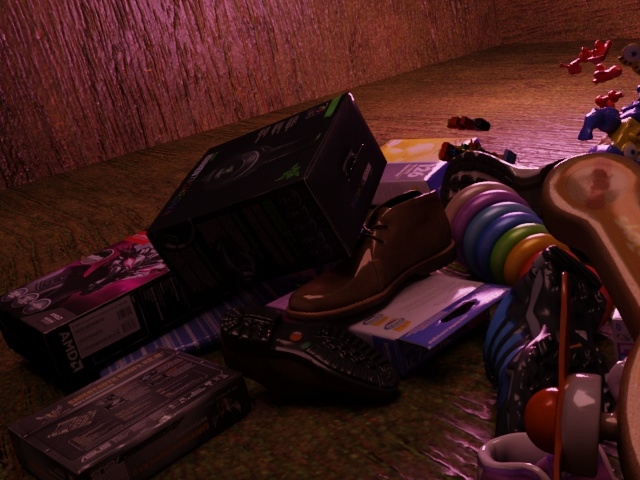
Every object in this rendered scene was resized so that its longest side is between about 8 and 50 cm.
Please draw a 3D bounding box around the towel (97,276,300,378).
[{"bbox_3d":[-0.197,0.122,1.275,0.336,0.040,0.243,-20,21,-17],"label":"towel"}]

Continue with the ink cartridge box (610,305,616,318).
[{"bbox_3d":[0.476,0.016,1.028,0.255,0.097,0.189,-15,22,-3],"label":"ink cartridge box"}]

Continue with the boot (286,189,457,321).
[{"bbox_3d":[0.065,0.017,1.093,0.305,0.115,0.112,-27,25,-37],"label":"boot"}]

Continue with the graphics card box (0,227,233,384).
[{"bbox_3d":[-0.303,0.076,1.276,0.371,0.094,0.233,-29,26,-33],"label":"graphics card box"}]

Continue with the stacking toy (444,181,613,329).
[{"bbox_3d":[0.281,0.029,1.096,0.141,0.141,0.330,-14,23,-7],"label":"stacking toy"}]

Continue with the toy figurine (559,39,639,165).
[{"bbox_3d":[0.545,-0.152,1.403,0.217,0.363,0.191,-60,19,-12],"label":"toy figurine"}]

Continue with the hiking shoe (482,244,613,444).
[{"bbox_3d":[0.231,0.143,0.849,0.132,0.113,0.304,-54,4,42],"label":"hiking shoe"}]

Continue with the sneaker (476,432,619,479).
[{"bbox_3d":[0.196,0.219,0.519,0.102,0.161,0.282,-20,21,-28],"label":"sneaker"}]

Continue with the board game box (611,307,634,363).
[{"bbox_3d":[0.346,0.098,0.871,0.026,0.103,0.154,-1,21,29],"label":"board game box"}]

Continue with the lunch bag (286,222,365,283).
[{"bbox_3d":[0.000,0.000,1.348,0.151,0.128,0.096,-7,18,15],"label":"lunch bag"}]

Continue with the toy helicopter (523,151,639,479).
[{"bbox_3d":[0.221,0.067,0.518,0.235,0.140,0.355,-19,43,3],"label":"toy helicopter"}]

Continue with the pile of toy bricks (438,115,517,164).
[{"bbox_3d":[0.281,-0.165,1.547,0.212,0.118,0.105,21,-10,-42],"label":"pile of toy bricks"}]

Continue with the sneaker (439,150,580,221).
[{"bbox_3d":[0.371,-0.059,1.342,0.182,0.158,0.410,8,3,-37],"label":"sneaker"}]

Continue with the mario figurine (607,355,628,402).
[{"bbox_3d":[0.364,0.132,0.637,0.198,0.170,0.320,-40,4,15],"label":"mario figurine"}]

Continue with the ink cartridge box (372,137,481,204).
[{"bbox_3d":[0.230,-0.155,1.752,0.307,0.072,0.304,0,22,33],"label":"ink cartridge box"}]

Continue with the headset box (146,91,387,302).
[{"bbox_3d":[-0.059,-0.064,1.132,0.283,0.131,0.246,-16,29,29],"label":"headset box"}]

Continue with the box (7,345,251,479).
[{"bbox_3d":[-0.229,0.216,0.966,0.231,0.056,0.183,-27,23,-39],"label":"box"}]

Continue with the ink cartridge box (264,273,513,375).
[{"bbox_3d":[0.090,0.101,1.095,0.186,0.065,0.311,-26,20,-38],"label":"ink cartridge box"}]

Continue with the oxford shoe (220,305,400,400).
[{"bbox_3d":[-0.014,0.154,0.979,0.227,0.096,0.083,16,31,16],"label":"oxford shoe"}]
